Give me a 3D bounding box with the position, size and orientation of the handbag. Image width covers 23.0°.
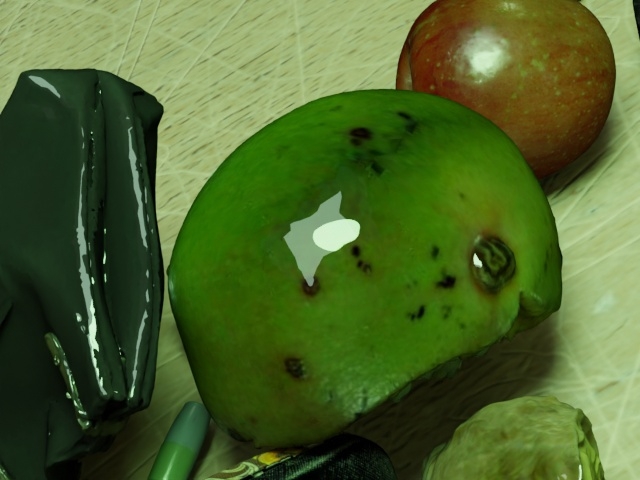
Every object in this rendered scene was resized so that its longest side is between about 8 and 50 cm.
[{"bbox_3d":[-0.213,0.074,1.232,0.152,0.342,0.288,4,49,-27],"label":"handbag"}]

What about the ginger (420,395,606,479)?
[{"bbox_3d":[0.113,0.233,1.060,0.221,0.130,0.276,-31,37,13],"label":"ginger"}]

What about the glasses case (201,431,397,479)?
[{"bbox_3d":[-0.068,0.227,1.061,0.321,0.122,0.082,-20,23,-40],"label":"glasses case"}]

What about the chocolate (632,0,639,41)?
[{"bbox_3d":[0.338,-0.173,1.354,0.148,0.080,0.125,15,69,23],"label":"chocolate"}]

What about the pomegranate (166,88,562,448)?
[{"bbox_3d":[0.000,0.000,1.197,0.309,0.216,0.358,-33,23,-35],"label":"pomegranate"}]

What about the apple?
[{"bbox_3d":[0.151,-0.130,1.329,0.168,0.181,0.181,-3,45,-13],"label":"apple"}]

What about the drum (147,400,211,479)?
[{"bbox_3d":[-0.159,0.239,1.213,0.130,0.049,0.253,-7,49,16],"label":"drum"}]
